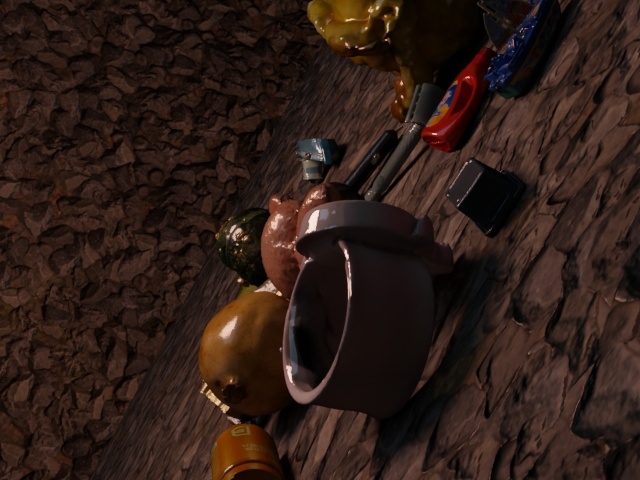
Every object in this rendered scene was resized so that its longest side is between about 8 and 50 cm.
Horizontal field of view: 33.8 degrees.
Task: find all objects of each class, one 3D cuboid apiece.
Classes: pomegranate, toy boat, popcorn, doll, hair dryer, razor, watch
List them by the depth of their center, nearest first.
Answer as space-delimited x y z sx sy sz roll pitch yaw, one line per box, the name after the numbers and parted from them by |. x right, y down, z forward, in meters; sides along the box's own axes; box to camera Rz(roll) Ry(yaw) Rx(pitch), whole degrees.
0.051 0.094 1.230 0.244 0.196 0.231 138 138 -59 | watch
0.254 -0.285 1.389 0.175 0.110 0.091 -60 11 -11 | toy boat
-0.097 0.174 1.573 0.196 0.196 0.196 -56 11 17 | pomegranate
0.036 0.012 1.575 0.303 0.156 0.201 -5 93 53 | doll
0.133 -0.140 1.716 0.232 0.068 0.106 -58 8 45 | razor
0.142 -0.404 1.846 0.290 0.325 0.321 -50 58 26 | popcorn
0.080 -0.122 1.894 0.219 0.071 0.124 -51 12 -1 | hair dryer
-0.003 -0.182 2.403 0.215 0.088 0.102 -167 73 -78 | toy boat

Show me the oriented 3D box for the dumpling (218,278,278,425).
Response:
-0.096 0.176 1.803 0.166 0.086 0.332 -1 52 39 | dumpling

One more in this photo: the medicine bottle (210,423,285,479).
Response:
-0.096 0.315 1.395 0.096 0.096 0.192 -59 10 2 | medicine bottle

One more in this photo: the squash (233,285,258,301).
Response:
-0.129 0.113 2.152 0.083 0.083 0.250 -51 11 39 | squash

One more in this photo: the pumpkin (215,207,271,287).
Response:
-0.107 0.021 1.979 0.146 0.190 0.190 -42 6 -16 | pumpkin

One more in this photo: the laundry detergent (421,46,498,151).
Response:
0.212 -0.211 1.543 0.165 0.049 0.097 -59 18 -6 | laundry detergent

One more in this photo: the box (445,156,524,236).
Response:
0.186 -0.055 1.222 0.074 0.054 0.099 -59 11 11 | box

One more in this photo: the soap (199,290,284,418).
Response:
-0.091 0.170 1.713 0.252 0.037 0.092 -51 42 -5 | soap
